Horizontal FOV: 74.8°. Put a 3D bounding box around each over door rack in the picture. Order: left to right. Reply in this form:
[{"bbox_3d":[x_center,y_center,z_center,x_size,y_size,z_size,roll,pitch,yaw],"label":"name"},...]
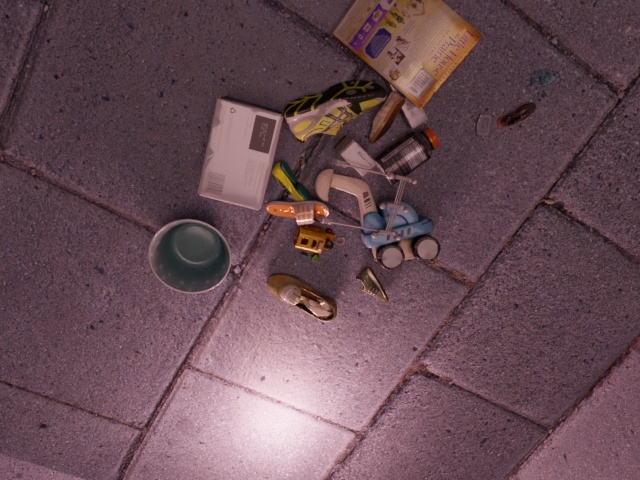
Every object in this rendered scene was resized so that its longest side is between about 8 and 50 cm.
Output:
[{"bbox_3d":[0.173,-0.142,1.514,0.325,0.108,0.239,12,103,-10],"label":"over door rack"}]

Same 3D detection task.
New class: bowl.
[{"bbox_3d":[-0.509,0.038,1.677,0.312,0.163,0.311,-2,111,-6],"label":"bowl"}]

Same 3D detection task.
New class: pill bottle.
[{"bbox_3d":[0.344,-0.336,1.644,0.246,0.130,0.130,-35,110,7],"label":"pill bottle"}]

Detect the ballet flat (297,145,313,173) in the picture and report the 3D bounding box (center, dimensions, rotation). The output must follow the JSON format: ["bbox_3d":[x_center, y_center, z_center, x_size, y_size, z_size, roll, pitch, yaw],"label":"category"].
[{"bbox_3d":[-0.066,-0.323,1.655,0.041,0.041,0.114,17,107,-12],"label":"ballet flat"}]

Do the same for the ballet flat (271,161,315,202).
[{"bbox_3d":[-0.113,-0.213,1.680,0.077,0.077,0.231,-28,112,27],"label":"ballet flat"}]

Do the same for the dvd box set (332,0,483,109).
[{"bbox_3d":[0.297,-0.713,1.460,0.421,0.062,0.307,39,108,-1],"label":"dvd box set"}]

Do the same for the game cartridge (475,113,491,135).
[{"bbox_3d":[0.657,-0.467,1.689,0.056,0.017,0.083,-1,111,-10],"label":"game cartridge"}]

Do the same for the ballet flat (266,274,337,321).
[{"bbox_3d":[-0.075,0.256,1.832,0.349,0.123,0.123,29,105,-15],"label":"ballet flat"}]

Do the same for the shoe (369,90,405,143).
[{"bbox_3d":[0.243,-0.467,1.598,0.058,0.077,0.219,47,132,14],"label":"shoe"}]

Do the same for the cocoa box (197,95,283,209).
[{"bbox_3d":[-0.285,-0.324,1.528,0.232,0.228,0.346,13,109,-10],"label":"cocoa box"}]

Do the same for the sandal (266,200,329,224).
[{"bbox_3d":[-0.097,-0.101,1.669,0.266,0.076,0.101,2,142,17],"label":"sandal"}]

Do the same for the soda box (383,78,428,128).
[{"bbox_3d":[0.325,-0.540,1.598,0.074,0.069,0.216,-31,111,6],"label":"soda box"}]

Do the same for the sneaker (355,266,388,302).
[{"bbox_3d":[0.227,0.211,1.879,0.086,0.064,0.192,-28,111,13],"label":"sneaker"}]

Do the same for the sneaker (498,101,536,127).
[{"bbox_3d":[0.794,-0.495,1.666,0.158,0.065,0.061,-31,111,6],"label":"sneaker"}]

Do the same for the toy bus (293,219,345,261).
[{"bbox_3d":[-0.013,0.002,1.742,0.202,0.104,0.190,-29,115,5],"label":"toy bus"}]

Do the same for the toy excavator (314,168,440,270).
[{"bbox_3d":[0.225,-0.108,1.703,0.434,0.222,0.444,-14,98,0],"label":"toy excavator"}]

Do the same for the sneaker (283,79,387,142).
[{"bbox_3d":[0.061,-0.488,1.572,0.386,0.145,0.147,-15,132,2],"label":"sneaker"}]

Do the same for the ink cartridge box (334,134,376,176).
[{"bbox_3d":[0.129,-0.326,1.600,0.127,0.175,0.072,42,101,-18],"label":"ink cartridge box"}]
